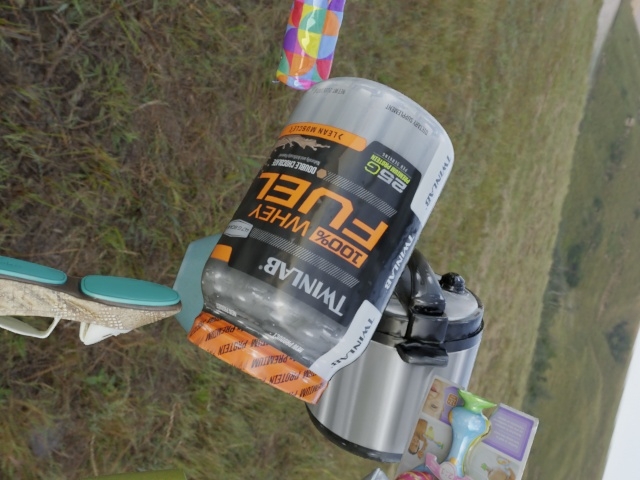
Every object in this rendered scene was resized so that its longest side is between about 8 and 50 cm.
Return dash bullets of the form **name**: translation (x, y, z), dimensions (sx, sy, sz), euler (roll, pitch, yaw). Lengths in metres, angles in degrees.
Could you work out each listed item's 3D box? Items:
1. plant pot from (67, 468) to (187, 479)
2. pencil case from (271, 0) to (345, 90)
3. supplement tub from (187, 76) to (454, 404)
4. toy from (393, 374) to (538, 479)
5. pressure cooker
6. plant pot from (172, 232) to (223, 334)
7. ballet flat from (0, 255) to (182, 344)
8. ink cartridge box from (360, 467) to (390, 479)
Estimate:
- **plant pot**: translation (-0.272, 0.380, 0.587), dimensions (0.294, 0.274, 0.274), euler (-18, 133, -20)
- **pencil case**: translation (-0.016, -0.379, 0.946), dimensions (0.104, 0.105, 0.236), euler (-34, 146, -57)
- **supplement tub**: translation (0.000, 0.000, 0.630), dimensions (0.337, 0.207, 0.207), euler (-63, 157, -13)
- **toy**: translation (0.114, 0.265, 0.546), dimensions (0.056, 0.137, 0.237), euler (31, 79, -36)
- **pressure cooker**: translation (0.164, 0.218, 1.205), dimensions (0.376, 0.370, 0.419), euler (-10, 117, -48)
- **plant pot**: translation (-0.196, 0.097, 1.101), dimensions (0.290, 0.196, 0.289), euler (-160, -90, -78)
- **ballet flat**: translation (-0.243, 0.064, 0.523), dimensions (0.073, 0.207, 0.067), euler (-137, -117, -68)
- **ink cartridge box**: translation (0.002, 0.242, 0.303), dimensions (0.175, 0.127, 0.072), euler (-41, 166, 8)
